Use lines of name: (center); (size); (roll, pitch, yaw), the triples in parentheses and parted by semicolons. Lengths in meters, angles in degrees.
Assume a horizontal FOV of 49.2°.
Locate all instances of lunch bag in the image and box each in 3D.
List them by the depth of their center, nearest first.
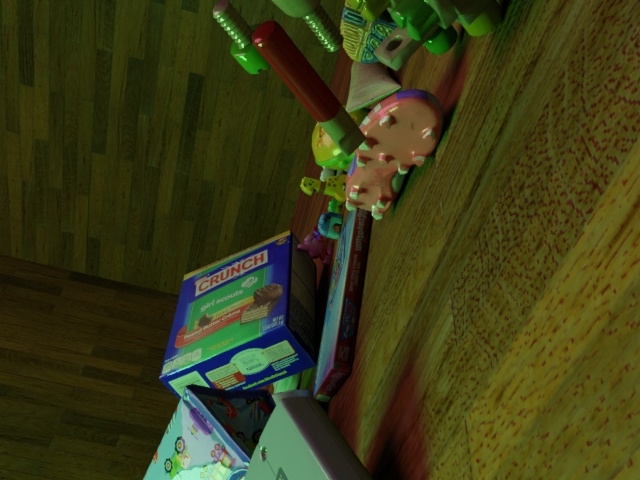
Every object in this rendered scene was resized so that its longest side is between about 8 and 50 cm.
lunch bag: (-0.086, 0.345, 0.813); (0.293, 0.138, 0.220); (39, 107, 45)

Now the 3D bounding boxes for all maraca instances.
maraca: (0.047, -0.166, 1.135); (0.127, 0.099, 0.186); (-49, 21, -2)

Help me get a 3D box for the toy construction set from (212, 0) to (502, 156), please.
toy construction set: (0.070, -0.209, 0.620); (0.237, 0.258, 0.308); (46, -114, -44)

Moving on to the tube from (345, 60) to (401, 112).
tube: (0.082, -0.257, 1.156); (0.240, 0.062, 0.070); (-87, 19, -66)

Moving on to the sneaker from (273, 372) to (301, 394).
sneaker: (-0.115, 0.248, 1.472); (0.094, 0.151, 0.255); (112, 169, -48)

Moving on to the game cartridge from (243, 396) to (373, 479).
game cartridge: (-0.025, 0.302, 0.616); (0.198, 0.062, 0.297); (-133, 55, -61)

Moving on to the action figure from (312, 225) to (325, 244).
action figure: (0.000, 0.000, 1.554); (0.115, 0.030, 0.038); (-106, 25, -69)

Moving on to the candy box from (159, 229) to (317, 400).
candy box: (-0.148, 0.148, 1.370); (0.122, 0.268, 0.317); (59, -164, -28)

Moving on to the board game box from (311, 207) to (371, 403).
board game box: (0.033, 0.083, 1.026); (0.145, 0.027, 0.281); (115, 168, -58)

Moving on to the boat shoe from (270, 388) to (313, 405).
boat shoe: (-0.067, 0.326, 1.123); (0.335, 0.121, 0.119); (110, 152, -61)

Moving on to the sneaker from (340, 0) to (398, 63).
sneaker: (0.122, -0.409, 1.047); (0.131, 0.112, 0.296); (-61, -5, -65)

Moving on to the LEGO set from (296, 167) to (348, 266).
LEGO set: (-0.001, -0.075, 1.401); (0.087, 0.093, 0.227); (118, 164, -69)

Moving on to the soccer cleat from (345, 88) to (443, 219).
soccer cleat: (0.079, -0.110, 0.794); (0.248, 0.083, 0.095); (110, 177, -66)
